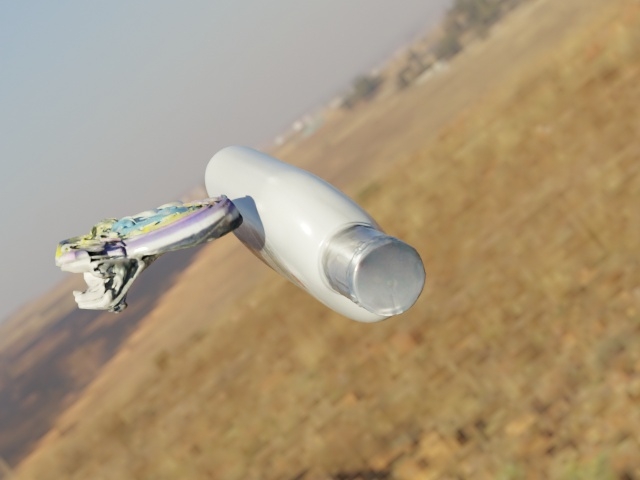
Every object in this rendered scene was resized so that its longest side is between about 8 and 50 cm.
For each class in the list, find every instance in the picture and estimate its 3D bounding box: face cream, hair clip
[{"bbox_3d":[0.000,0.000,1.398,0.071,0.144,0.291,-47,18,-5],"label":"face cream"},{"bbox_3d":[-0.115,0.002,1.329,0.116,0.049,0.172,-2,17,32],"label":"hair clip"}]
